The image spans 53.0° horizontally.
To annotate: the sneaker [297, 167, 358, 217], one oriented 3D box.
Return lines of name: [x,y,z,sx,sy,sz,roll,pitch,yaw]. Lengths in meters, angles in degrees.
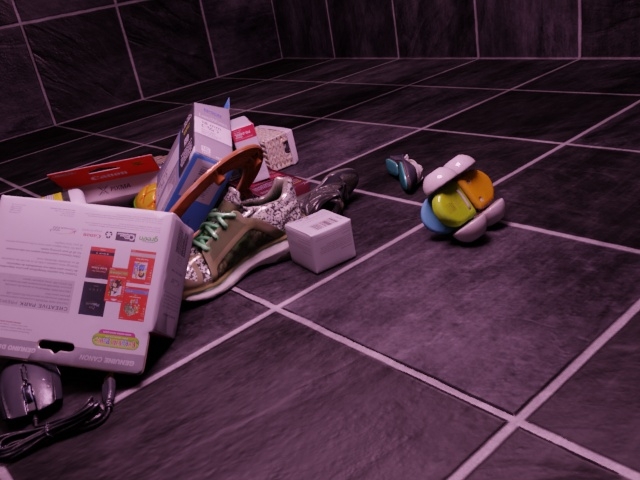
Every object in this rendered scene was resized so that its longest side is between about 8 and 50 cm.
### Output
sneaker: [0.037,-0.096,1.513,0.130,0.087,0.227,16,38,42]

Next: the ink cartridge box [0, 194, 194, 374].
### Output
ink cartridge box: [-0.404,0.081,1.103,0.310,0.271,0.130,7,-13,6]

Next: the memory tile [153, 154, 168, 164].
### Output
memory tile: [-0.591,-0.266,2.231,0.113,0.012,0.148,-3,26,17]

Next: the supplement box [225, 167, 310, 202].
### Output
supplement box: [-0.138,-0.123,1.654,0.130,0.073,0.239,-23,26,-26]

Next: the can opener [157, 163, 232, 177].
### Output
can opener: [-0.406,-0.187,1.877,0.284,0.095,0.076,-9,25,5]

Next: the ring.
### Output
ring: [-0.232,-0.066,1.360,0.032,0.336,0.336,43,41,6]

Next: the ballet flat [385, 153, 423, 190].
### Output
ballet flat: [0.223,-0.181,1.644,0.074,0.074,0.203,-12,22,-4]

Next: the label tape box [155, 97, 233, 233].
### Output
label tape box: [-0.311,-0.196,1.567,0.106,0.240,0.333,20,33,-25]

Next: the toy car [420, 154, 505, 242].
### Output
toy car: [0.276,-0.075,1.325,0.182,0.159,0.136,-33,-2,-41]

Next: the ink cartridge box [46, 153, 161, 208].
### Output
ink cartridge box: [-0.552,-0.140,1.724,0.275,0.060,0.239,-12,-11,-3]

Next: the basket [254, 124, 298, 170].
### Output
basket: [-0.165,-0.281,1.968,0.103,0.113,0.167,-30,30,-34]

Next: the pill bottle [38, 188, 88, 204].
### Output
pill bottle: [-0.667,0.016,1.419,0.334,0.187,0.188,-18,25,-17]

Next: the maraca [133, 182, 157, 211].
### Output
maraca: [-0.398,-0.087,1.657,0.186,0.099,0.127,29,54,24]

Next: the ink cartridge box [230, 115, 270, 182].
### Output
ink cartridge box: [-0.189,-0.230,1.639,0.063,0.150,0.109,-21,25,-11]

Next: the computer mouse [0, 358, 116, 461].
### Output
computer mouse: [-0.422,0.223,1.015,0.184,0.060,0.262,-17,25,-14]

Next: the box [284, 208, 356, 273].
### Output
box: [0.000,0.000,1.306,0.101,0.087,0.102,-24,26,-28]

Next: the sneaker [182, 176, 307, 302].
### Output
sneaker: [-0.197,-0.018,1.309,0.410,0.182,0.158,-28,29,-33]
